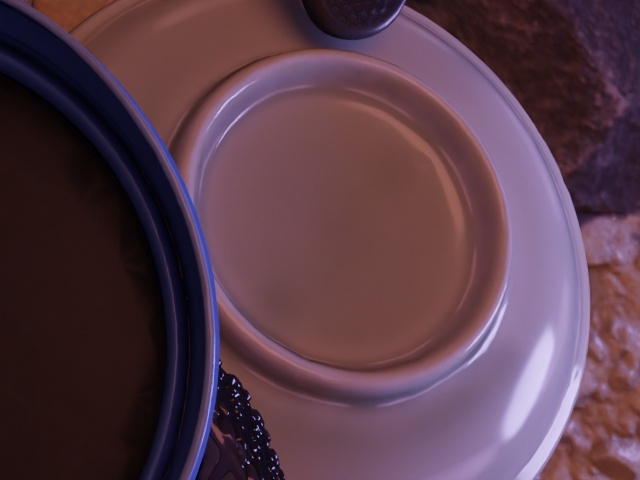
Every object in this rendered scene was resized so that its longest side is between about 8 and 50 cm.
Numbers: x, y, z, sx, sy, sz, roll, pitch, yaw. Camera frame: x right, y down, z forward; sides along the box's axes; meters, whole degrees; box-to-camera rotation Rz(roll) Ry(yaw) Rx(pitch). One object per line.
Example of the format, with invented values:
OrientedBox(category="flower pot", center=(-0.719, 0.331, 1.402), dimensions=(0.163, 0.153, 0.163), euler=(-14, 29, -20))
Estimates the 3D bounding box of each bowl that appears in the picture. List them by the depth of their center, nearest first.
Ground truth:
OrientedBox(category="bowl", center=(-0.242, 0.054, 0.931), dimensions=(0.391, 0.077, 0.391), euler=(0, 83, 3))

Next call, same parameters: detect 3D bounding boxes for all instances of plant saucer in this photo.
OrientedBox(category="plant saucer", center=(0.000, 0.000, 1.121), dimensions=(0.400, 0.100, 0.401), euler=(7, 68, -19))

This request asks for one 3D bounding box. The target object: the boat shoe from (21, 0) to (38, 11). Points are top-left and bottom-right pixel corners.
OrientedBox(category="boat shoe", center=(-0.216, -0.148, 1.095), dimensions=(0.109, 0.098, 0.302), euler=(-6, 60, -14))

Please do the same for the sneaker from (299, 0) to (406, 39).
OrientedBox(category="sneaker", center=(-0.017, -0.241, 1.184), dimensions=(0.090, 0.145, 0.270), euler=(-3, 80, -30))

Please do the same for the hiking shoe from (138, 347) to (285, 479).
OrientedBox(category="hiking shoe", center=(-0.070, 0.160, 1.005), dimensions=(0.114, 0.086, 0.227), euler=(-23, 99, 8))
